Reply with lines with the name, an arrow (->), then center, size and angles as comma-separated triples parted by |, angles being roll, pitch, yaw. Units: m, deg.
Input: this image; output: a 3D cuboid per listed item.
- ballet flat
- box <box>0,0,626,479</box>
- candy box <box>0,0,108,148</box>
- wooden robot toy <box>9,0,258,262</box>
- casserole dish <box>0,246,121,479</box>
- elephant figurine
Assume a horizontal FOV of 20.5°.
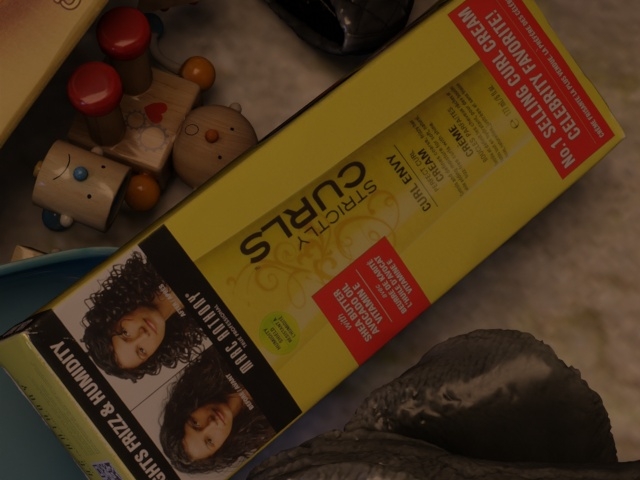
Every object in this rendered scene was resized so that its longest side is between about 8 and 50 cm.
ballet flat -> -0.035, -0.136, 0.731 | 0.173, 0.057, 0.049 | 35, 34, 16
box -> 0.000, 0.000, 0.635 | 0.232, 0.058, 0.087 | -38, 97, -24
candy box -> -0.226, -0.042, 0.646 | 0.183, 0.087, 0.316 | 36, 80, -13
wooden robot toy -> -0.060, -0.038, 0.695 | 0.079, 0.076, 0.173 | 22, 72, 2
casserole dish -> -0.126, 0.066, 0.628 | 0.188, 0.037, 0.114 | -16, 104, -31
elephant figurine -> 0.036, 0.111, 0.567 | 0.239, 0.169, 0.186 | 29, 79, 12
